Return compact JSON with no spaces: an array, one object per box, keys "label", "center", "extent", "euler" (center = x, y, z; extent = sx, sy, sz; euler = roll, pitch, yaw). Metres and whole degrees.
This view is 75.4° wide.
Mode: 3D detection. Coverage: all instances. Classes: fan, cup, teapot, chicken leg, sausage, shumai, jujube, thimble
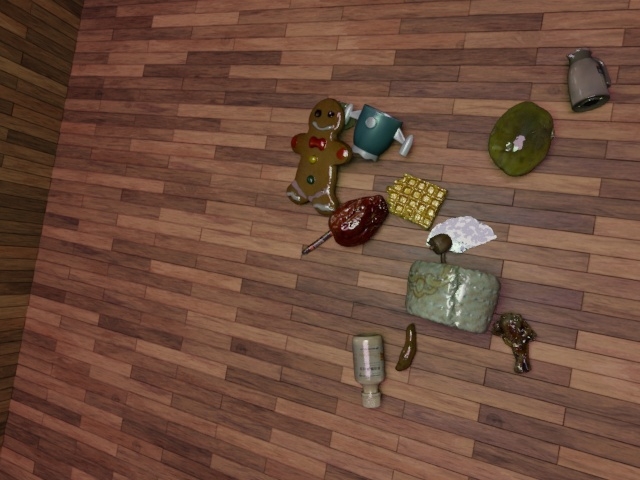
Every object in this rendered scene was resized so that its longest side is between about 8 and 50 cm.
[{"label":"fan","center":[0.499,-0.021,1.481],"extent":[0.240,0.009,0.131],"euler":[-6,83,20]},{"label":"cup","center":[0.197,-0.394,1.545],"extent":[0.300,0.167,0.173],"euler":[34,112,20]},{"label":"teapot","center":[0.428,0.029,1.477],"extent":[0.080,0.085,0.110],"euler":[-28,105,-6]},{"label":"chicken leg","center":[0.652,0.333,1.368],"extent":[0.125,0.080,0.196],"euler":[-33,83,25]},{"label":"sausage","center":[0.000,0.000,1.650],"extent":[0.198,0.028,0.025],"euler":[-37,47,14]},{"label":"shumai","center":[0.079,-0.502,1.642],"extent":[0.099,0.124,0.087],"euler":[-29,34,15]},{"label":"jujube","center":[0.144,-0.077,1.546],"extent":[0.236,0.168,0.168],"euler":[-32,75,4]},{"label":"thimble","center":[0.423,0.180,1.345],"extent":[0.292,0.291,0.195],"euler":[11,88,20]}]

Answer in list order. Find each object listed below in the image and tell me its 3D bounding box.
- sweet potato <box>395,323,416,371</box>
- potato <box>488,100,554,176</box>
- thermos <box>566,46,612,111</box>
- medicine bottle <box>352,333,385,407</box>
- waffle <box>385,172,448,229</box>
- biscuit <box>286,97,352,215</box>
[{"label":"sweet potato","center":[0.317,0.390,1.491],"extent":[0.053,0.054,0.182],"euler":[16,89,11]},{"label":"potato","center":[0.667,-0.338,1.376],"extent":[0.197,0.148,0.228],"euler":[43,98,3]},{"label":"thermos","center":[0.873,-0.530,1.349],"extent":[0.137,0.105,0.193],"euler":[-3,77,-6]},{"label":"medicine bottle","center":[0.177,0.470,1.503],"extent":[0.114,0.114,0.252],"euler":[-5,84,20]},{"label":"waffle","center":[0.336,-0.150,1.526],"extent":[0.211,0.055,0.160],"euler":[26,95,20]},{"label":"biscuit","center":[-0.014,-0.330,1.601],"extent":[0.283,0.064,0.432],"euler":[23,108,30]}]
